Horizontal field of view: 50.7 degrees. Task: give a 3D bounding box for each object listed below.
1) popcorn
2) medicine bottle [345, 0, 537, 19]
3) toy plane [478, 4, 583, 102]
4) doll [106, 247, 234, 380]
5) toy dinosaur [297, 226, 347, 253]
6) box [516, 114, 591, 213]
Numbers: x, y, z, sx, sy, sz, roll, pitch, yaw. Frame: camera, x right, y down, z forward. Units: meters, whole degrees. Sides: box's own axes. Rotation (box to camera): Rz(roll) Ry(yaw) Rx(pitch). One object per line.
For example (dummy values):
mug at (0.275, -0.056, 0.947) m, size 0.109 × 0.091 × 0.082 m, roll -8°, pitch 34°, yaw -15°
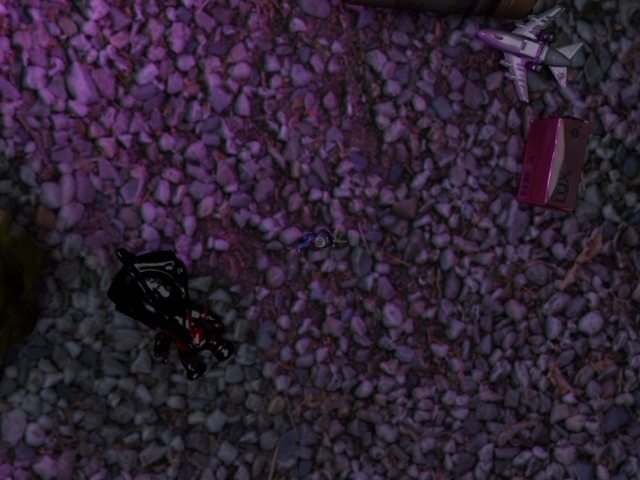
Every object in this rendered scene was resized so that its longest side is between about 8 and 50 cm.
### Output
popcorn at (-0.560, 0.070, 0.927) m, size 0.311 × 0.312 × 0.313 m, roll -1°, pitch 96°, yaw -7°
medicine bottle at (0.169, -0.432, 1.041) m, size 0.322 × 0.151 × 0.152 m, roll 3°, pitch 95°, yaw -7°
toy plane at (0.344, -0.318, 1.121) m, size 0.171 × 0.065 × 0.162 m, roll 15°, pitch 104°, yaw -13°
doll at (-0.246, 0.109, 1.081) m, size 0.127 × 0.088 × 0.249 m, roll -46°, pitch 109°, yaw -22°
toy dinosaur at (0.000, 0.000, 1.114) m, size 0.083 × 0.047 × 0.031 m, roll -16°, pitch 99°, yaw -7°
box at (0.384, -0.128, 1.119) m, size 0.059 × 0.111 × 0.156 m, roll 7°, pitch 96°, yaw -8°
